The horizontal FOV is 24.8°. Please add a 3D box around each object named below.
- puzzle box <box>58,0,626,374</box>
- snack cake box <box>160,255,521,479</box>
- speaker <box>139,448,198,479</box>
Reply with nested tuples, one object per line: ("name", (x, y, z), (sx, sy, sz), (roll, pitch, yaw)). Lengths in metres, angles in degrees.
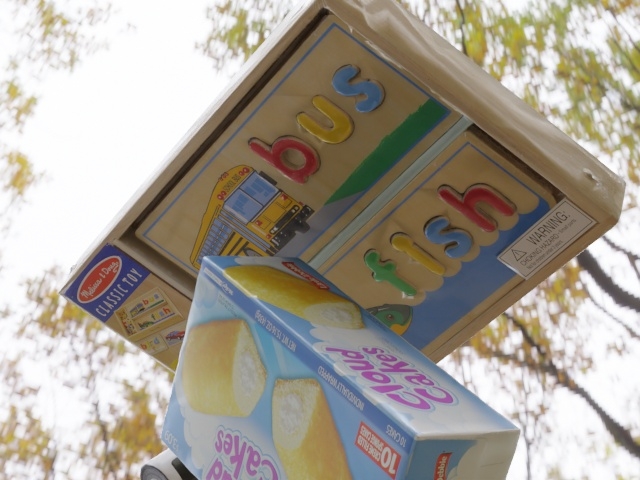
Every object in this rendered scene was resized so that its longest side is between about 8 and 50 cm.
("puzzle box", (0.000, 0.000, 1.137), (0.272, 0.052, 0.409), (36, -49, -11))
("snack cake box", (0.002, 0.131, 0.975), (0.089, 0.264, 0.152), (2, -69, -36))
("speaker", (-0.107, 0.207, 1.409), (0.055, 0.136, 0.055), (27, -49, 35))
